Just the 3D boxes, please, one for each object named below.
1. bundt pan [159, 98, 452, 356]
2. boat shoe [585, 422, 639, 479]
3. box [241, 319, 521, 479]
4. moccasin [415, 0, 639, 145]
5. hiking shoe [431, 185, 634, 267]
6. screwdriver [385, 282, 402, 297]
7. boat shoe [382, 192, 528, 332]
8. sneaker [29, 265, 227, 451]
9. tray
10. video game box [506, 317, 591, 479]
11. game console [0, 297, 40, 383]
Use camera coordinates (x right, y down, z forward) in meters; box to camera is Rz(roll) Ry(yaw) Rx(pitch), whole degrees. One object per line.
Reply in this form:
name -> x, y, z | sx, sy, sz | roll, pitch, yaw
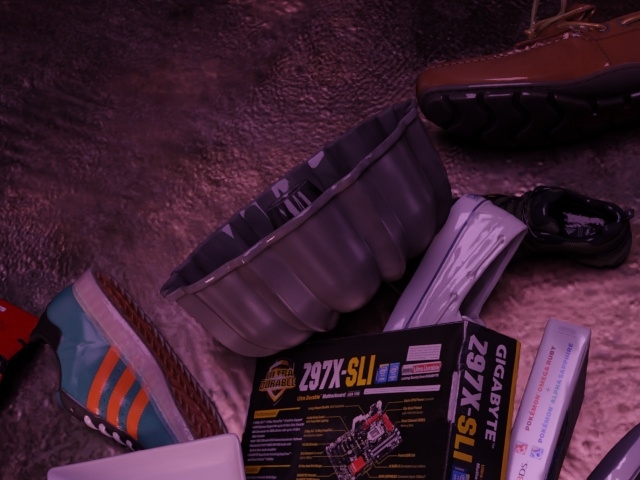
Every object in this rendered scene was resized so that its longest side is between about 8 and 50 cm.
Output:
bundt pan -> 0.000, 0.000, 1.225 | 0.331, 0.331, 0.124 | -39, 101, -8
boat shoe -> 0.283, 0.283, 1.161 | 0.076, 0.080, 0.228 | 37, 73, 4
box -> 0.035, 0.221, 1.114 | 0.322, 0.079, 0.257 | -15, 58, 51
moccasin -> 0.293, -0.205, 1.335 | 0.380, 0.139, 0.147 | -13, 64, 4
hiking shoe -> 0.223, -0.027, 1.282 | 0.227, 0.114, 0.086 | 1, 66, 10
screwdriver -> 0.109, 0.076, 1.313 | 0.025, 0.024, 0.170 | -21, 53, -32
boat shoe -> 0.129, 0.080, 1.229 | 0.084, 0.095, 0.258 | 29, 100, 25
sneaker -> -0.204, 0.176, 1.282 | 0.121, 0.108, 0.302 | -41, 68, 8
tray -> -0.167, 0.283, 1.195 | 0.270, 0.030, 0.145 | -16, 80, 33
video game box -> 0.211, 0.196, 1.137 | 0.048, 0.205, 0.187 | 14, 69, 16
game console -> -0.409, 0.129, 1.379 | 0.144, 0.085, 0.124 | 24, 41, 18
